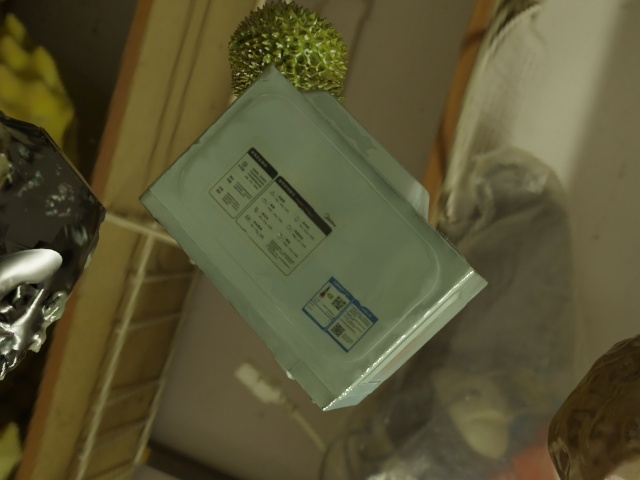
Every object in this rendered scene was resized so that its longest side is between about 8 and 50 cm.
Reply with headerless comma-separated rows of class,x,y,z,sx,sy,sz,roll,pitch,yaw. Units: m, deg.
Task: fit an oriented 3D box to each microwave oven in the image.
microwave oven,0.000,0.000,0.787,0.162,0.208,0.122,-44,167,5

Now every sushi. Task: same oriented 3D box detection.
sushi,-0.415,-0.028,1.069,0.328,0.328,0.285,-48,128,2

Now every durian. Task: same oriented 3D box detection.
durian,-0.035,-0.209,1.379,0.198,0.146,0.159,67,33,-32

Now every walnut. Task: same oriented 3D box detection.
walnut,0.370,0.208,1.106,0.227,0.273,0.273,-149,-101,-81
